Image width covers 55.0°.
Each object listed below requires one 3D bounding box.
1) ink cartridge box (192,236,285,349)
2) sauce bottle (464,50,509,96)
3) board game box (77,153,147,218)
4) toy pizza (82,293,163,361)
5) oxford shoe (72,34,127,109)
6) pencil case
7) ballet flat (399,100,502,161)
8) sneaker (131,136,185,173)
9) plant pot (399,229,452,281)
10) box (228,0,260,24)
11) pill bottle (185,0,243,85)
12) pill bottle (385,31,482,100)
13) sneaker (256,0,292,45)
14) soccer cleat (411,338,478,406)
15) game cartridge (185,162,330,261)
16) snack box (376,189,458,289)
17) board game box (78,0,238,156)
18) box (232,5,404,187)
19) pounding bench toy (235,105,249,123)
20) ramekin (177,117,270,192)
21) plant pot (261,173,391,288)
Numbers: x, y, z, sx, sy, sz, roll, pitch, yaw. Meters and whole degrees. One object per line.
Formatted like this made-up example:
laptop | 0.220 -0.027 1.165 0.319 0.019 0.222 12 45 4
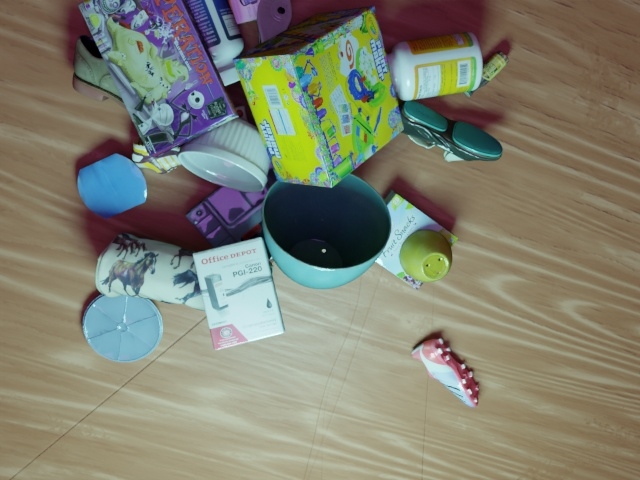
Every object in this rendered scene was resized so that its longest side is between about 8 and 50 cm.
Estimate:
ink cartridge box | -0.178 0.116 1.352 0.159 0.092 0.218 -14 82 -5
sauce bottle | 0.407 -0.409 1.518 0.042 0.042 0.128 42 96 -14
board game box | -0.502 -0.136 1.495 0.169 0.033 0.133 -22 107 10
toy pizza | -0.509 0.219 1.592 0.201 0.032 0.201 -1 106 -5
oxford shoe | -0.396 -0.358 1.352 0.348 0.123 0.130 16 125 8
pencil case | -0.315 0.095 1.484 0.410 0.183 0.160 11 82 -1
ballet flat | 0.309 -0.258 1.525 0.280 0.096 0.095 26 57 -2
sneaker | -0.359 -0.202 1.488 0.185 0.069 0.084 5 126 -11
plant pot | 0.271 0.050 1.522 0.134 0.095 0.134 -2 106 -6
box | -0.152 -0.556 1.432 0.136 0.028 0.081 -15 105 -4
pill bottle | -0.263 -0.473 1.376 0.153 0.153 0.264 -21 105 0
pill bottle | 0.243 -0.406 1.453 0.246 0.136 0.136 -9 105 -3
sneaker | -0.117 -0.462 1.423 0.079 0.121 0.217 4 84 -13
soccer cleat | 0.352 0.371 1.704 0.095 0.083 0.248 -26 113 32
game cartridge | -0.127 -0.088 1.540 0.355 0.068 0.230 -38 101 5
snack box | 0.217 -0.001 1.589 0.207 0.070 0.174 34 99 -12
board game box | -0.336 -0.373 1.279 0.208 0.056 0.347 -25 93 6
box | 0.009 -0.313 1.337 0.279 0.177 0.290 -40 125 -34
pounding bench toy | -0.199 -0.277 1.478 0.052 0.065 0.083 -13 106 -3
ramekin | -0.207 -0.200 1.395 0.207 0.207 0.109 21 76 -11
plant pot | 0.000 0.000 1.432 0.290 0.290 0.195 6 143 -7
